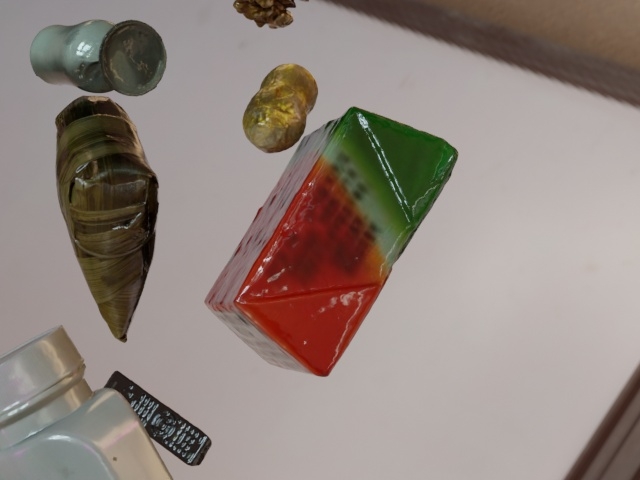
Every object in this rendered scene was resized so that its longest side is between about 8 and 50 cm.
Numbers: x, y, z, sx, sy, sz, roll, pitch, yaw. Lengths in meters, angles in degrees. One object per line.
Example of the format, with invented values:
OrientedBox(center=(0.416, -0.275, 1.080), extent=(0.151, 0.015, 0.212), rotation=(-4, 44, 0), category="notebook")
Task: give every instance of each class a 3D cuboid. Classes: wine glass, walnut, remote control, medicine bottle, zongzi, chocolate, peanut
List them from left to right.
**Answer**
OrientedBox(center=(-0.314, -0.253, 1.748), extent=(0.231, 0.103, 0.103), rotation=(11, 150, 52), category="wine glass")
OrientedBox(center=(-0.196, 0.225, 1.096), extent=(0.161, 0.111, 0.296), rotation=(-26, 97, 40), category="medicine bottle")
OrientedBox(center=(-0.306, -0.036, 1.818), extent=(0.286, 0.134, 0.288), rotation=(-114, 21, -53), category="zongzi")
OrientedBox(center=(-0.284, 0.302, 2.157), extent=(0.245, 0.063, 0.025), rotation=(30, 175, 32), category="remote control")
OrientedBox(center=(-0.076, -0.431, 2.173), extent=(0.069, 0.143, 0.170), rotation=(43, -170, 34), category="walnut")
OrientedBox(center=(-0.055, -0.183, 1.759), extent=(0.087, 0.087, 0.207), rotation=(40, -151, -11), category="peanut")
OrientedBox(center=(0.000, 0.000, 1.713), extent=(0.161, 0.341, 0.360), rotation=(33, 171, -9), category="chocolate")
